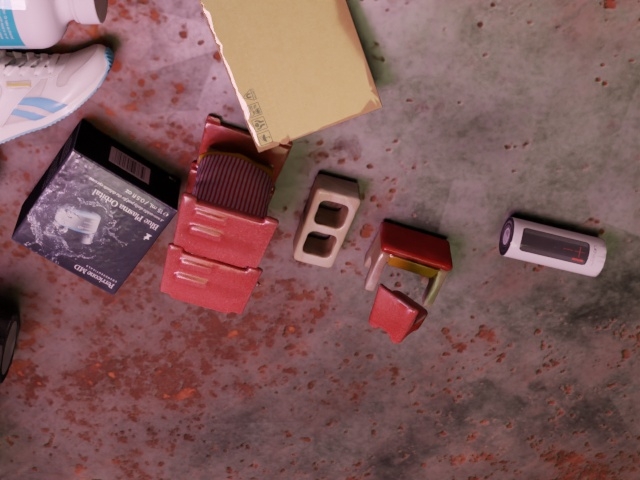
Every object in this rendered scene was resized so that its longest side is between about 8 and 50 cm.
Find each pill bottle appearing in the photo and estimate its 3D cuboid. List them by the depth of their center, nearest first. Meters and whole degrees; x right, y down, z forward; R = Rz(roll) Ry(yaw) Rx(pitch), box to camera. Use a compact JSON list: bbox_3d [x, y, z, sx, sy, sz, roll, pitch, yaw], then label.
[{"bbox_3d":[-0.376,-0.286,1.210,0.264,0.146,0.146,0,126,1],"label":"pill bottle"}]

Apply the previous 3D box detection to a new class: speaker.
[{"bbox_3d":[0.314,0.009,1.468,0.136,0.055,0.055,14,125,-8],"label":"speaker"}]

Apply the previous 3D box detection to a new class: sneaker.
[{"bbox_3d":[-0.358,-0.189,1.318,0.228,0.087,0.092,-22,121,13],"label":"sneaker"}]

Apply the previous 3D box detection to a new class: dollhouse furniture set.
[{"bbox_3d":[0.000,0.000,1.376,0.374,0.201,0.152,16,124,-9],"label":"dollhouse furniture set"}]

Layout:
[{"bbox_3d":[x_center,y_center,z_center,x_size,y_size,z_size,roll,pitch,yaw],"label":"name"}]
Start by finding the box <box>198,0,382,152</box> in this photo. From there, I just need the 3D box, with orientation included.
[{"bbox_3d":[-0.033,-0.223,1.292,0.164,0.021,0.201,-20,111,4],"label":"box"}]

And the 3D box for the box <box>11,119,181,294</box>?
[{"bbox_3d":[-0.288,-0.041,1.406,0.156,0.093,0.158,31,113,-20],"label":"box"}]

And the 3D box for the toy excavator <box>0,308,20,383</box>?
[{"bbox_3d":[-0.585,0.294,1.559,0.222,0.433,0.445,12,97,-8],"label":"toy excavator"}]
